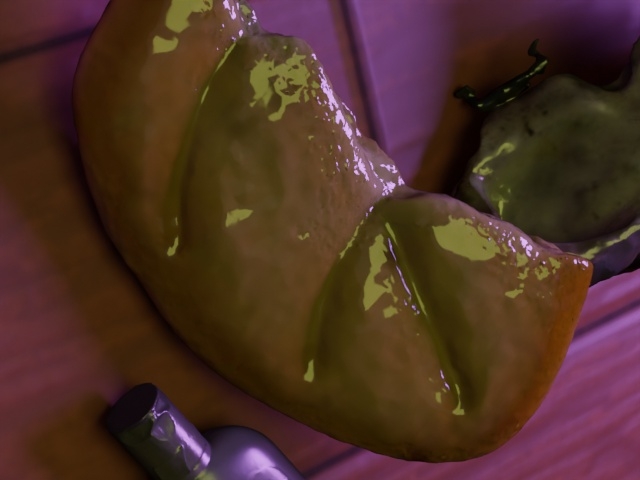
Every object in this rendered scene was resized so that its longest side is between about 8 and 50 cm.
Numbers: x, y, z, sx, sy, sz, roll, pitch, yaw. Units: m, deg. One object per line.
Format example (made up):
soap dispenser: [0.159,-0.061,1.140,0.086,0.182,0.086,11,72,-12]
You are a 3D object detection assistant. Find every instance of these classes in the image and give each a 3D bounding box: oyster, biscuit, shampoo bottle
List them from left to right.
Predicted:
shampoo bottle: [-0.042,0.133,0.888,0.080,0.040,0.165,-52,120,-21]
biscuit: [-0.004,0.002,0.870,0.299,0.045,0.154,37,98,-22]
oyster: [0.197,-0.066,0.988,0.337,0.133,0.198,-29,144,-12]
